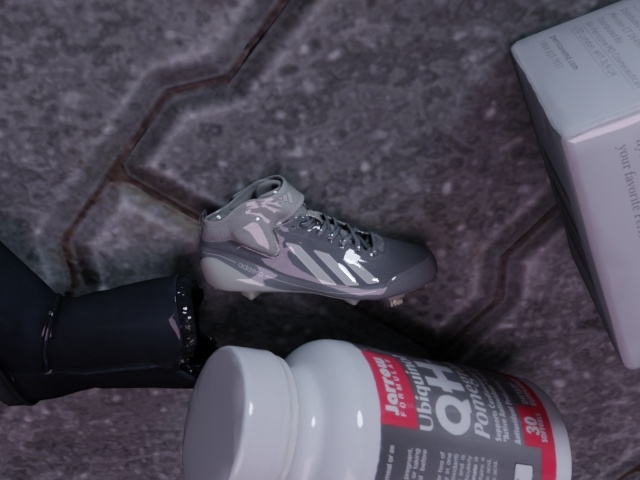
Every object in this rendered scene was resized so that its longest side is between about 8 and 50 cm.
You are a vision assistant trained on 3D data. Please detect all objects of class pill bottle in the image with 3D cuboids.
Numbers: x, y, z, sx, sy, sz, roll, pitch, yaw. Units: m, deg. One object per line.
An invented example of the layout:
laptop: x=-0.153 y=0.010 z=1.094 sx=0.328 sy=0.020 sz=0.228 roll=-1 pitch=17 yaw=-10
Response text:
pill bottle: x=0.049 y=0.184 z=0.754 sx=0.318 sy=0.176 sz=0.176 roll=14 pitch=125 yaw=-27

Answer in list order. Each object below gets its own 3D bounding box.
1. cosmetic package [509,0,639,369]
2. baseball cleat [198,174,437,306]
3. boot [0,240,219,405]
cosmetic package: x=0.395 y=-0.100 z=0.608 sx=0.453 sy=0.161 sz=0.230 roll=-19 pitch=124 yaw=11
baseball cleat: x=0.000 y=0.000 z=0.719 sx=0.205 sy=0.072 sz=0.109 roll=-3 pitch=119 yaw=-5
boot: x=-0.210 y=0.048 z=0.726 sx=0.207 sy=0.094 sz=0.246 roll=-9 pitch=132 yaw=8
